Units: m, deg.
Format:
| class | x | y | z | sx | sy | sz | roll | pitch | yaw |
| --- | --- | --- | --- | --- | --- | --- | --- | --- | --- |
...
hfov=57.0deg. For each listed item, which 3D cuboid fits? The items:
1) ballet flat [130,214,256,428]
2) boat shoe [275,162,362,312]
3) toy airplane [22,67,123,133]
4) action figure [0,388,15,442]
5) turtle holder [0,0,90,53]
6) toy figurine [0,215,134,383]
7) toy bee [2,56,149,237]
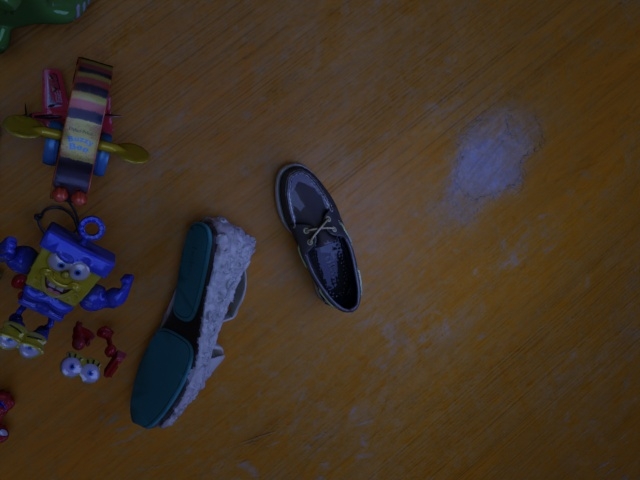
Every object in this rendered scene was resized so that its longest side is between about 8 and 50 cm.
| class | x | y | z | sx | sy | sz | roll | pitch | yaw |
| --- | --- | --- | --- | --- | --- | --- | --- | --- | --- |
| ballet flat | -0.213 | 0.157 | 1.063 | 0.147 | 0.147 | 0.408 | 18 | 97 | -22 |
| boat shoe | 0.004 | -0.002 | 1.112 | 0.109 | 0.091 | 0.304 | -25 | 110 | -12 |
| toy airplane | -0.401 | -0.205 | 0.957 | 0.151 | 0.028 | 0.151 | -7 | 113 | -17 |
| action figure | -0.579 | 0.231 | 0.952 | 0.092 | 0.139 | 0.280 | -21 | 111 | -12 |
| turtle holder | -0.468 | -0.396 | 0.776 | 0.321 | 0.243 | 0.227 | -3 | 87 | -9 |
| toy figurine | -0.421 | 0.032 | 0.906 | 0.363 | 0.191 | 0.217 | 33 | 100 | -21 |
| toy bee | -0.361 | -0.120 | 0.900 | 0.195 | 0.162 | 0.298 | -10 | 115 | -18 |
